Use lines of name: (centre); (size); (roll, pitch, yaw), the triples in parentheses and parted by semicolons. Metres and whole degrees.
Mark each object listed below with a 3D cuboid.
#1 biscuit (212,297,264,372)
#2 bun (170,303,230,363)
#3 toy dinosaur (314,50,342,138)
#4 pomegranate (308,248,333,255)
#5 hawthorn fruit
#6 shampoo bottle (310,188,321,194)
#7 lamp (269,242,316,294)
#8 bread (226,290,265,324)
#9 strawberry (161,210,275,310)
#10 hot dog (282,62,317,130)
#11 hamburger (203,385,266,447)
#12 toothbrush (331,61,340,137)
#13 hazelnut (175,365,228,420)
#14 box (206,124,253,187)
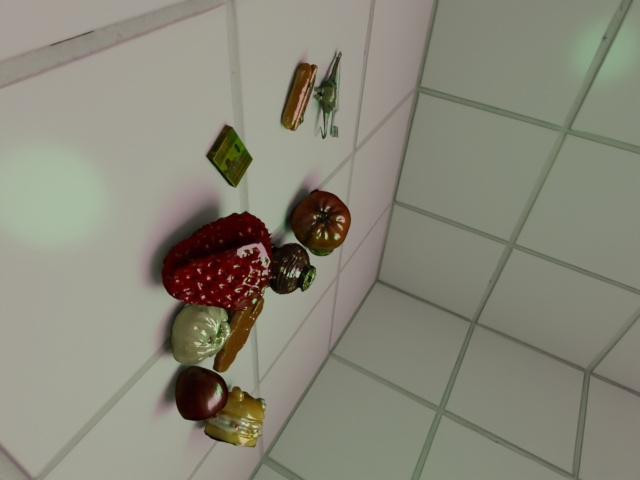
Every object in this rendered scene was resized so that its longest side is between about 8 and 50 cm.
biscuit: (-0.328, 0.358, 1.784); (0.334, 0.047, 0.202); (-65, 163, -4)
bun: (-0.409, 0.323, 1.586); (0.259, 0.160, 0.259); (-54, 160, -30)
toy dinosaur: (0.032, -0.590, 1.872); (0.147, 0.076, 0.363); (-45, 149, -62)
pomegranate: (-0.004, 0.004, 2.404); (0.122, 0.143, 0.169); (157, -82, -70)
hawthorn fruit: (0.002, -0.080, 2.111); (0.298, 0.277, 0.277); (155, -41, -84)
shampoo bottle: (0.006, -0.212, 2.247); (0.068, 0.067, 0.236); (-62, 162, 8)
lamp: (-0.137, 0.127, 2.008); (0.247, 0.247, 0.247); (-54, 157, -35)
bread: (-0.330, 0.302, 1.901); (0.271, 0.077, 0.139); (-63, 161, -11)
strawberry: (-0.329, 0.073, 1.425); (0.345, 0.295, 0.317); (-6, 142, -32)
hot dog: (-0.072, -0.525, 1.669); (0.100, 0.068, 0.250); (-16, 127, -68)
hamburger: (-0.381, 0.801, 2.085); (0.276, 0.276, 0.237); (62, 41, -67)
toothbrush: (0.070, -0.622, 2.011); (0.028, 0.037, 0.375); (-54, 155, -42)
hazelnut: (-0.454, 0.562, 1.706); (0.208, 0.208, 0.208); (-54, 157, -35)
box: (-0.284, -0.263, 1.449); (0.121, 0.030, 0.193); (-63, 161, -14)
